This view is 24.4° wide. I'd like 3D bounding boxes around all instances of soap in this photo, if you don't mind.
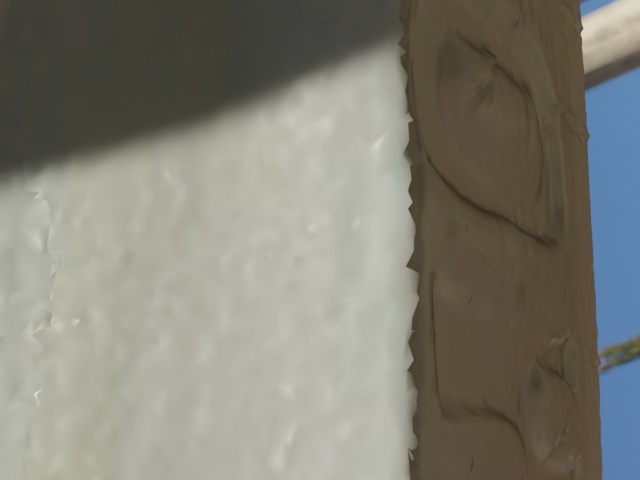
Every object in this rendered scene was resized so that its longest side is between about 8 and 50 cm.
[{"bbox_3d":[0.000,0.000,0.685,0.350,0.213,0.435,25,-118,-63],"label":"soap"}]
